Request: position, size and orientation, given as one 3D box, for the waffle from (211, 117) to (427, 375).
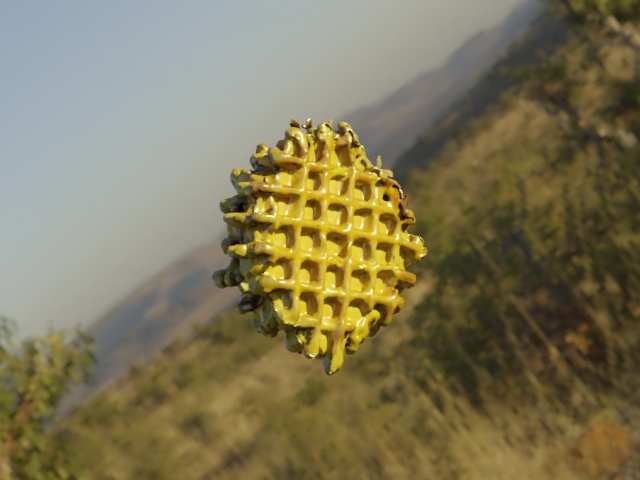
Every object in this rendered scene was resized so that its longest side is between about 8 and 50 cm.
[{"bbox_3d":[0.000,0.000,1.351,0.070,0.193,0.197,-7,42,53],"label":"waffle"}]
